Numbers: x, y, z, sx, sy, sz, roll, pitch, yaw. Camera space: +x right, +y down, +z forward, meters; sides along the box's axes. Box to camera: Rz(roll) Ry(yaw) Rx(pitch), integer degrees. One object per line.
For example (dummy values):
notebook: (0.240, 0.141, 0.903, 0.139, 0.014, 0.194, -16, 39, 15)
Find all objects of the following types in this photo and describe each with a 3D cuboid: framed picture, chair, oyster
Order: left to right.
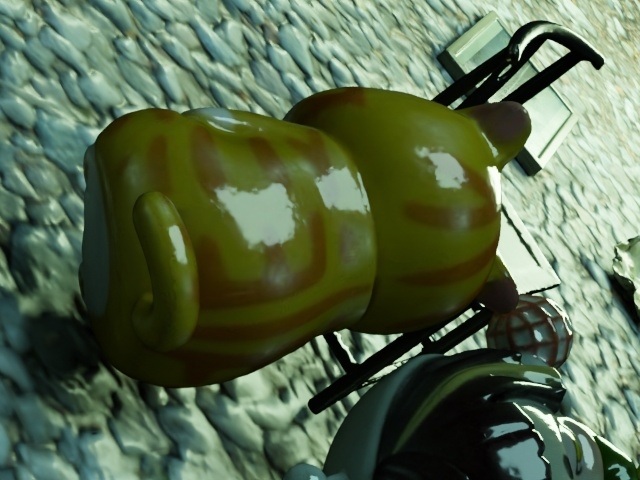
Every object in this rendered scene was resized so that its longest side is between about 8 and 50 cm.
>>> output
chair: (0.087, -0.015, 1.261, 0.141, 0.260, 0.154, 58, 26, 11)
framed picture: (0.192, -0.151, 1.890, 0.150, 0.015, 0.203, 52, 26, -2)
oyster: (0.364, 0.070, 1.854, 0.209, 0.072, 0.133, 16, 47, -23)

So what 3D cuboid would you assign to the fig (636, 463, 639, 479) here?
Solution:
fig: (0.302, 0.225, 1.479, 0.136, 0.121, 0.153, 45, 30, -29)

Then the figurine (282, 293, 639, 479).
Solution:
figurine: (0.118, 0.177, 1.196, 0.370, 0.167, 0.281, 26, 62, -58)

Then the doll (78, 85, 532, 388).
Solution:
doll: (-0.018, -0.007, 1.095, 0.270, 0.166, 0.162, -19, 44, -31)
